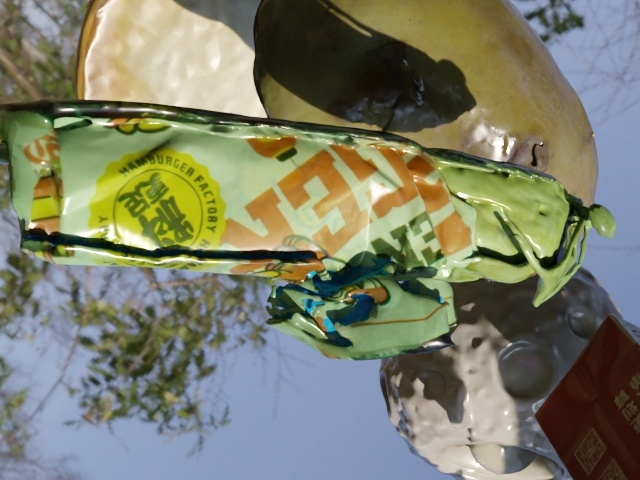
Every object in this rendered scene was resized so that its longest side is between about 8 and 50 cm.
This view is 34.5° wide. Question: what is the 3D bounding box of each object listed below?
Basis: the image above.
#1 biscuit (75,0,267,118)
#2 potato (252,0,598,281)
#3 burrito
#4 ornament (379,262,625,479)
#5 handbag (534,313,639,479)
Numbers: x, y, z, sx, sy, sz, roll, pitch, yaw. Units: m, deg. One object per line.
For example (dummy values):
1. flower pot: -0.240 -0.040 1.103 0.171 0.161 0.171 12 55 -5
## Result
1. biscuit: -0.092 -0.167 0.849 0.309 0.204 0.040 -54 -142 8
2. potato: 0.075 -0.079 0.653 0.165 0.262 0.165 -45 -157 24
3. burrito: 0.000 0.000 0.445 0.054 0.288 0.104 144 -54 -62
4. ornament: 0.246 0.157 1.356 0.337 0.337 0.337 -33 -149 23
5. handbag: 0.343 0.213 0.944 0.151 0.171 0.298 -59 -158 16
